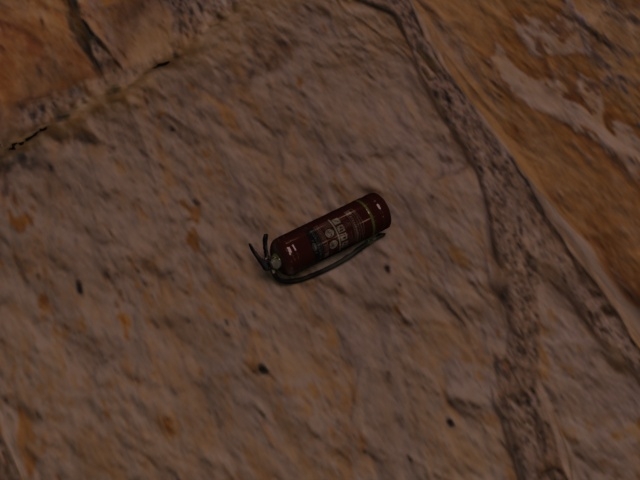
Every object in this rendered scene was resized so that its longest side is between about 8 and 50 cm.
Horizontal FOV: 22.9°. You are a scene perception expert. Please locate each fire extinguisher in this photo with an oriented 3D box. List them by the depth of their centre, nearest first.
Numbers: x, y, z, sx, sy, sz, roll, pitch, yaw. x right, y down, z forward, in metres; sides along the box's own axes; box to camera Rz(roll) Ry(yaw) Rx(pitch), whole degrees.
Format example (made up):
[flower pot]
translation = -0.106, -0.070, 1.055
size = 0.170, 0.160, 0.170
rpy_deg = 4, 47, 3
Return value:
[fire extinguisher]
translation = 0.000, 0.000, 1.634
size = 0.158, 0.043, 0.064
rpy_deg = -26, 108, -27
